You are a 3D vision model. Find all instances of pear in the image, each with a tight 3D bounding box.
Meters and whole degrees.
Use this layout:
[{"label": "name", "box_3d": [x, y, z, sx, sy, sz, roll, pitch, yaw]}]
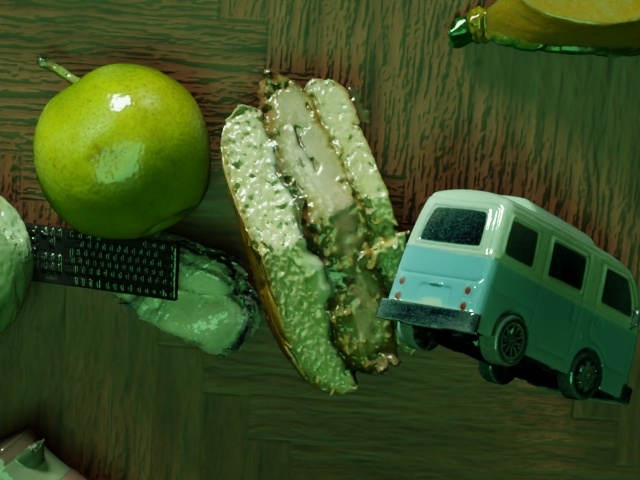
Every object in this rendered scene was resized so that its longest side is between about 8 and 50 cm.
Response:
[{"label": "pear", "box_3d": [-0.205, -0.106, 1.704, 0.180, 0.166, 0.216, -36, 76, 23]}]

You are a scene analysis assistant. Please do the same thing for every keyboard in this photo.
[{"label": "keyboard", "box_3d": [-0.234, 0.020, 1.760, 0.204, 0.013, 0.061, 7, 101, 25]}]

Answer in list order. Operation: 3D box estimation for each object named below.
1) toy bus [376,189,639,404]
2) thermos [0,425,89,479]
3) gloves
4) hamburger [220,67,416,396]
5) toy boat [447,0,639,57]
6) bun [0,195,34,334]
[{"label": "toy bus", "box_3d": [0.202, 0.057, 1.686, 0.271, 0.133, 0.164, 26, 77, -43]}, {"label": "thermos", "box_3d": [-0.277, 0.328, 1.840, 0.176, 0.146, 0.265, -37, 94, 37]}, {"label": "gloves", "box_3d": [-0.129, 0.050, 1.770, 0.153, 0.070, 0.114, 27, 109, 12]}, {"label": "hamburger", "box_3d": [0.000, 0.000, 1.713, 0.155, 0.245, 0.282, -19, 61, -9]}, {"label": "toy boat", "box_3d": [0.243, -0.215, 1.696, 0.229, 0.089, 0.088, 6, 145, 0]}, {"label": "bun", "box_3d": [-0.392, 0.023, 1.760, 0.221, 0.108, 0.221, 4, 108, 11]}]
